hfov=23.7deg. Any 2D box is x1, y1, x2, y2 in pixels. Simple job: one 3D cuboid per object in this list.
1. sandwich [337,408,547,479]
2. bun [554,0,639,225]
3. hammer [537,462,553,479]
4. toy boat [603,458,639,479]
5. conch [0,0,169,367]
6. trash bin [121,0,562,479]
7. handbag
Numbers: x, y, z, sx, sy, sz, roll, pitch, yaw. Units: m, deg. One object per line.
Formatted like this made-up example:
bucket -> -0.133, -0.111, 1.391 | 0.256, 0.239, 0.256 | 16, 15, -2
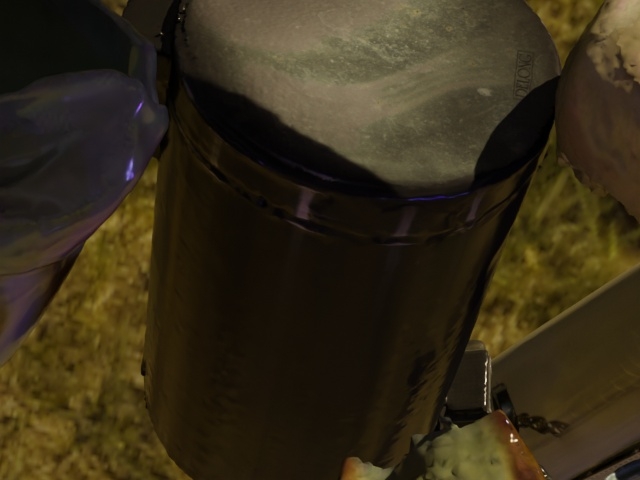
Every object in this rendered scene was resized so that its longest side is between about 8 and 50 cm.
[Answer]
sandwich -> 0.049, 0.170, 0.441 | 0.094, 0.096, 0.258 | -13, 36, 10
bun -> 0.219, -0.038, 0.757 | 0.237, 0.116, 0.210 | 6, 57, -18
hammer -> 0.087, 0.199, 0.953 | 0.062, 0.182, 0.017 | -4, 49, -44
toy boat -> 0.214, 0.163, 1.011 | 0.122, 0.096, 0.034 | -4, 37, -36
conch -> -0.259, -0.012, 0.681 | 0.368, 0.197, 0.249 | 7, 48, -7
trash bin -> 0.000, 0.000, 0.871 | 0.252, 0.301, 0.203 | 10, 48, -2
handbag -> 0.302, 0.087, 1.152 | 0.236, 0.358, 0.160 | 11, 55, -34
